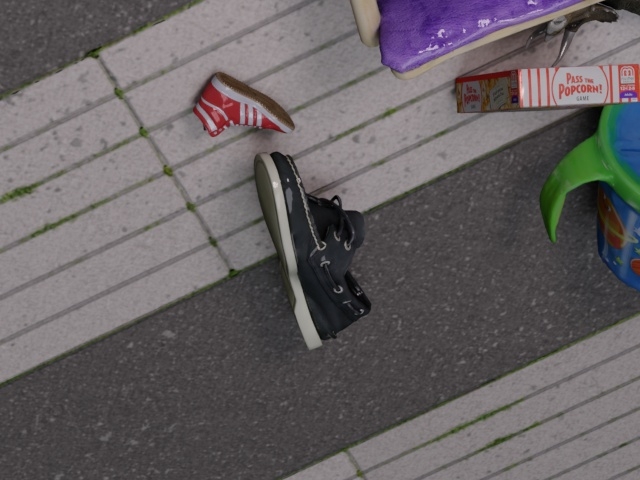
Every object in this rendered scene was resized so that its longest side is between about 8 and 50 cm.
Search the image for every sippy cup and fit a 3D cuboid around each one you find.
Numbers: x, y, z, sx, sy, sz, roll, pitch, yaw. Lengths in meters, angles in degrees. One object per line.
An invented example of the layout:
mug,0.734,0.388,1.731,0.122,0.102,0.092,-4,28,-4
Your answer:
sippy cup,0.438,-0.054,2.189,0.305,0.240,0.224,21,145,13

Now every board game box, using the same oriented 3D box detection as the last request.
board game box,0.257,-0.171,2.034,0.146,0.193,0.045,-4,93,-17

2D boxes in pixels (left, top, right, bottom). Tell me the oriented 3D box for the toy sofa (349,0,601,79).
toy sofa,0.195,-0.325,1.862,0.362,0.177,0.150,-19,142,0

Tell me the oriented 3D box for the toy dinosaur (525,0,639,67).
toy dinosaur,0.384,-0.306,2.021,0.313,0.121,0.160,-7,145,-19

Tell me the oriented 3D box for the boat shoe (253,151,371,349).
boat shoe,0.001,0.003,2.141,0.113,0.127,0.340,-18,136,-4

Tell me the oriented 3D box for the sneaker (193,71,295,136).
sneaker,-0.090,-0.139,2.035,0.118,0.042,0.067,30,113,-29
